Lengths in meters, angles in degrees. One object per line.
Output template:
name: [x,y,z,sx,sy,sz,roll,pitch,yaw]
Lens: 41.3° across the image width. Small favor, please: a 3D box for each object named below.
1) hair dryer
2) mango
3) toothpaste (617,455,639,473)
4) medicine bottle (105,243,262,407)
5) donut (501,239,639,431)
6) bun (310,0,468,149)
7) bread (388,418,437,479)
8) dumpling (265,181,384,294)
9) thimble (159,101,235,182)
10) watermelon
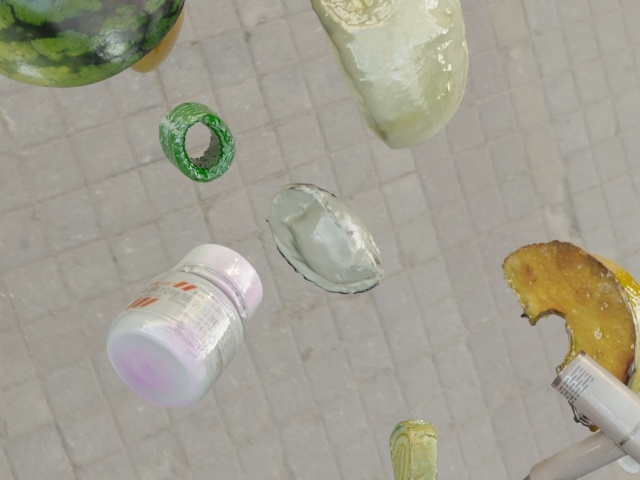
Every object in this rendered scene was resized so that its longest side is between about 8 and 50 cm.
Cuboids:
hair dryer: [0.296,0.252,0.909,0.195,0.220,0.053,41,42,18]
mango: [-0.340,-0.443,1.724,0.113,0.253,0.138,13,62,-23]
toothpaste: [0.529,0.291,1.303,0.071,0.193,0.045,25,40,-10]
medicine bottle: [-0.290,0.180,1.886,0.256,0.256,0.325,55,42,-17]
donut: [0.357,0.100,1.104,0.101,0.152,0.259,1,56,-34]
bun: [0.121,-0.329,1.318,0.202,0.364,0.364,-20,102,11]
bread: [0.157,0.377,1.409,0.064,0.117,0.156,3,68,-9]
dumpling: [0.000,0.000,1.452,0.247,0.172,0.142,53,32,-23]
thimble: [-0.210,-0.169,1.447,0.118,0.090,0.130,-50,128,2]
watermelon: [-0.306,-0.260,0.892,0.303,0.128,0.159,9,79,17]
